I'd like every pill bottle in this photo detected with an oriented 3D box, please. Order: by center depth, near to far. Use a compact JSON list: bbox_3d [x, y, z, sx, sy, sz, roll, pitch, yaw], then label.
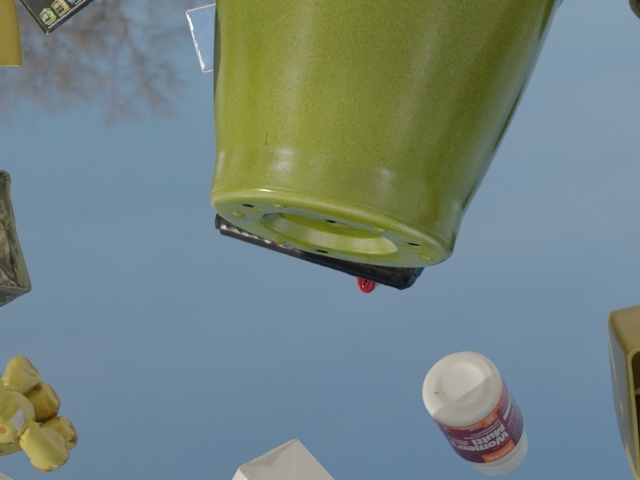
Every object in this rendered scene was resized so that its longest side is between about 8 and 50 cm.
[{"bbox_3d":[0.241,0.268,2.326,0.121,0.221,0.121,-12,-126,17],"label":"pill bottle"}]

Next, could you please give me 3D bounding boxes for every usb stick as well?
[{"bbox_3d":[0.000,0.000,1.932,0.278,0.045,0.077,17,-143,22],"label":"usb stick"}]

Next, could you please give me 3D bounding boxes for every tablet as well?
[{"bbox_3d":[-0.138,-0.260,1.971,0.054,0.083,0.006,-10,-166,23],"label":"tablet"}]

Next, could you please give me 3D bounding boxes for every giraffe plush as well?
[{"bbox_3d":[-0.484,0.289,2.260,0.170,0.181,0.210,-32,174,10],"label":"giraffe plush"}]

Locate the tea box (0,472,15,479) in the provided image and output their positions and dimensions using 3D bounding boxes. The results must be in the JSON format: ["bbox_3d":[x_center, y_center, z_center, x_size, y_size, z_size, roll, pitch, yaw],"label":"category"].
[{"bbox_3d":[-0.362,0.369,1.652,0.329,0.220,0.323,35,162,-26],"label":"tea box"}]

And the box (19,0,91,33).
[{"bbox_3d":[-0.366,-0.416,2.147,0.191,0.184,0.045,-33,-168,18],"label":"box"}]

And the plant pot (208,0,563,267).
[{"bbox_3d":[0.044,-0.170,1.479,0.366,0.353,0.366,13,169,3],"label":"plant pot"}]

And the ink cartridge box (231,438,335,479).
[{"bbox_3d":[-0.070,0.464,2.102,0.119,0.353,0.207,-24,-119,-43],"label":"ink cartridge box"}]

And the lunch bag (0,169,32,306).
[{"bbox_3d":[-0.470,0.010,1.475,0.235,0.169,0.287,-26,158,28],"label":"lunch bag"}]

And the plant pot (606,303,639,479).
[{"bbox_3d":[0.491,0.182,2.076,0.212,0.212,0.187,-12,-158,-6],"label":"plant pot"}]

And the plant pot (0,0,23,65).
[{"bbox_3d":[-0.309,-0.199,1.381,0.081,0.083,0.081,0,-172,-11],"label":"plant pot"}]

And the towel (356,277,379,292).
[{"bbox_3d":[0.079,-0.042,2.146,0.031,0.198,0.275,-8,-174,15],"label":"towel"}]

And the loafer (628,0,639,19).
[{"bbox_3d":[0.374,-0.261,1.599,0.111,0.319,0.112,-27,-126,3],"label":"loafer"}]
